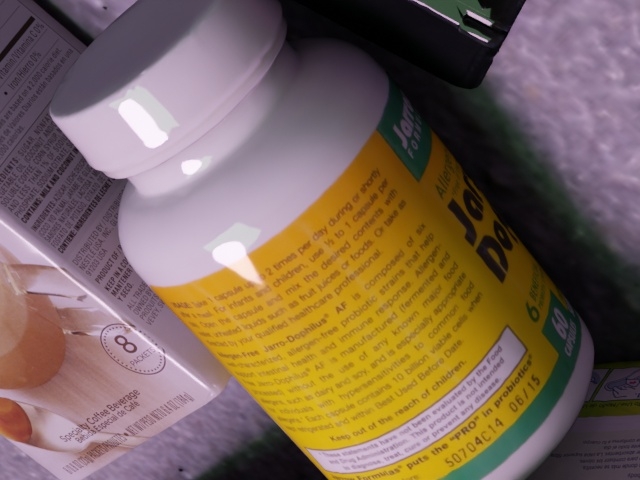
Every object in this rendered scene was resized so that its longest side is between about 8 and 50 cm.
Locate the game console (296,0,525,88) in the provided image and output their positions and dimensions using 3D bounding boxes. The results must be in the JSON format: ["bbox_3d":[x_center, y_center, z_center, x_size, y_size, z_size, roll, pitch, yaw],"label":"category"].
[{"bbox_3d":[0.019,-0.116,0.604,0.122,0.071,0.107,28,112,2],"label":"game console"}]

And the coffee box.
[{"bbox_3d":[-0.148,-0.023,0.740,0.246,0.098,0.141,40,140,-12],"label":"coffee box"}]

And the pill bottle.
[{"bbox_3d":[0.000,0.000,0.658,0.117,0.118,0.208,-18,122,43],"label":"pill bottle"}]

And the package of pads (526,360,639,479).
[{"bbox_3d":[0.205,0.175,0.731,0.229,0.101,0.296,-8,129,38],"label":"package of pads"}]
